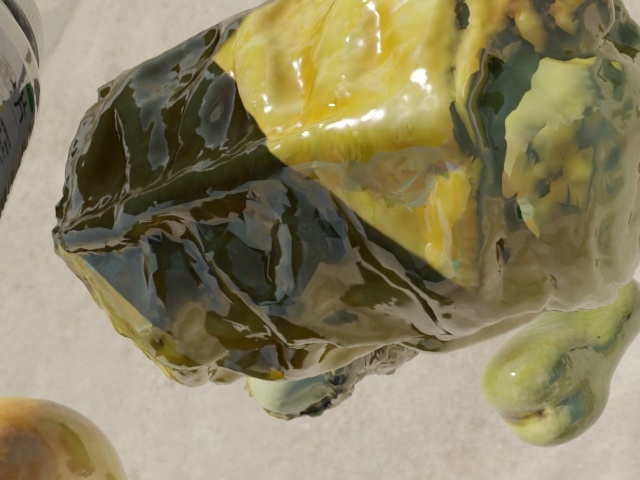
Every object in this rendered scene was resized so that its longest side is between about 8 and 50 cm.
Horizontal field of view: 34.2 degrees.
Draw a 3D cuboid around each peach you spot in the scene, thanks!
[{"bbox_3d":[-0.245,0.208,0.814,0.184,0.184,0.184,-11,71,34],"label":"peach"}]

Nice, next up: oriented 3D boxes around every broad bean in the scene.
[{"bbox_3d":[0.278,0.129,1.178,0.121,0.263,0.189,53,138,-2],"label":"broad bean"}]

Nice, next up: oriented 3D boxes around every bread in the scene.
[{"bbox_3d":[0.009,-0.026,0.407,0.268,0.130,0.152,-15,98,42],"label":"bread"}]

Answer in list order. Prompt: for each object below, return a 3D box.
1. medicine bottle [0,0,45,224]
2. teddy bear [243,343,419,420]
[{"bbox_3d":[-0.156,-0.038,0.364,0.103,0.103,0.186,-40,27,21],"label":"medicine bottle"},{"bbox_3d":[0.000,0.000,0.863,0.267,0.156,0.256,-35,70,-17],"label":"teddy bear"}]
